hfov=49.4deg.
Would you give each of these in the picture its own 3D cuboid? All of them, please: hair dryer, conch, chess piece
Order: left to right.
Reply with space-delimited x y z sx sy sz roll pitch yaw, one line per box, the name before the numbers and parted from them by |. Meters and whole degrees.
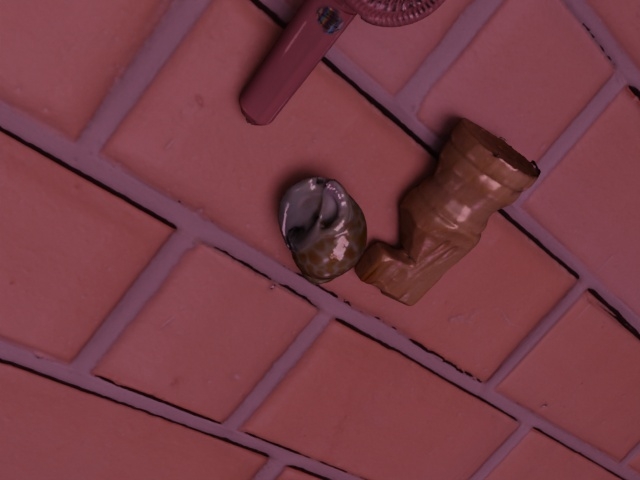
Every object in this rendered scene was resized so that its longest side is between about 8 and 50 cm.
hair dryer | -0.001 -0.270 0.789 0.125 0.210 0.352 21 133 -30
conch | 0.007 -0.014 0.964 0.116 0.106 0.172 -25 110 1
chess piece | 0.176 -0.024 1.030 0.137 0.137 0.300 18 121 -30
